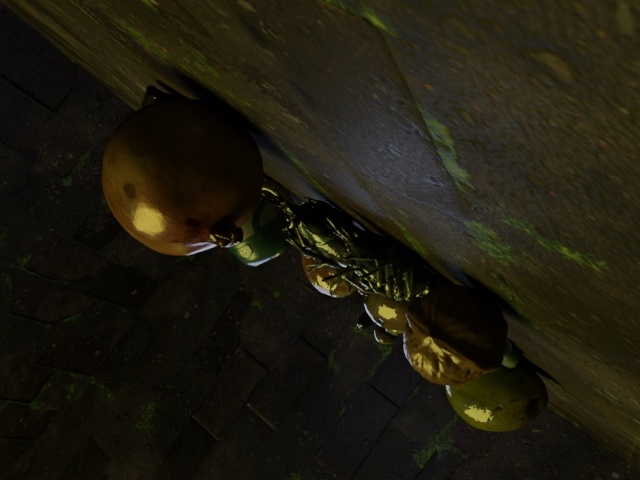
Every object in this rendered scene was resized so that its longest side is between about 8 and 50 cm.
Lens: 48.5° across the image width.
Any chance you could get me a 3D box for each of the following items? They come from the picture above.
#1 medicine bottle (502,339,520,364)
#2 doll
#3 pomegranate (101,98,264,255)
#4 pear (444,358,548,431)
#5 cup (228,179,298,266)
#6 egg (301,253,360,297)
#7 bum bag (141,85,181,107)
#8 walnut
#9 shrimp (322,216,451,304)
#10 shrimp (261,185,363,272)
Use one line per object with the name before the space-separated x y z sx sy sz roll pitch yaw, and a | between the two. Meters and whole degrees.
medicine bottle | 0.490 0.297 1.897 0.090 0.053 0.208 36 176 21
doll | 0.218 0.170 1.838 0.235 0.174 0.330 9 163 10
pomegranate | -0.264 -0.109 1.422 0.338 0.338 0.338 36 177 2
pear | 0.508 0.434 2.082 0.307 0.252 0.253 17 163 49
cup | -0.195 -0.074 2.167 0.290 0.219 0.257 -25 109 40
egg | 0.040 0.084 2.374 0.233 0.194 0.195 32 177 2
bum bag | -0.326 -0.282 1.686 0.326 0.080 0.142 34 150 33
walnut | 0.251 0.179 1.339 0.213 0.213 0.213 36 177 2
shrimp | 0.167 0.094 1.534 0.411 0.166 0.221 24 177 -9
shrimp | 0.002 0.001 1.679 0.372 0.172 0.137 29 -177 -6
